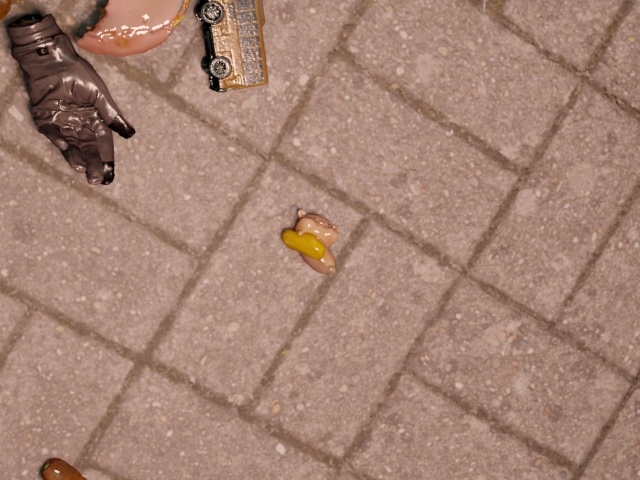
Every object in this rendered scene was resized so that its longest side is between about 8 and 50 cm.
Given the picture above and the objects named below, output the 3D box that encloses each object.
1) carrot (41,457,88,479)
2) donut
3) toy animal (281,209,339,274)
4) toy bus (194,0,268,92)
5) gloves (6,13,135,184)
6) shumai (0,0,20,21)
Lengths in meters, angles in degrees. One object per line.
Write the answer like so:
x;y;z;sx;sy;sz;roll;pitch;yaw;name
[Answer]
-0.383;0.427;1.873;0.191;0.047;0.047;43;88;-20;carrot
-0.296;-0.402;1.726;0.199;0.085;0.232;-13;102;-10;donut
0.000;0.000;1.866;0.114;0.091;0.082;42;74;-14;toy animal
-0.138;-0.330;1.772;0.103;0.091;0.182;-10;103;-13;toy bus
-0.379;-0.217;1.724;0.142;0.119;0.285;-20;94;4;gloves
-0.504;-0.420;1.658;0.201;0.120;0.201;-3;103;-12;shumai
